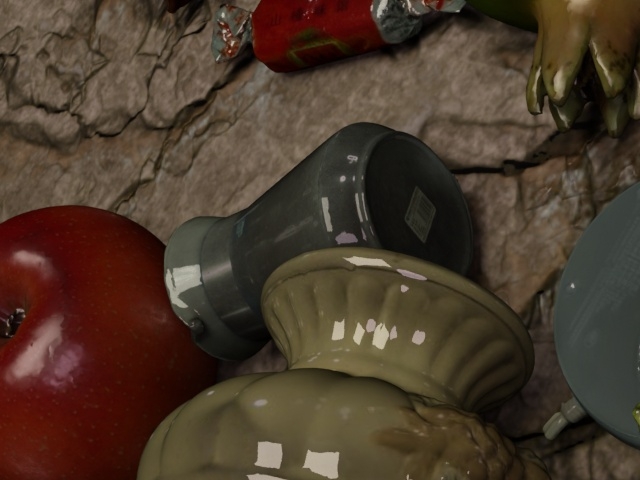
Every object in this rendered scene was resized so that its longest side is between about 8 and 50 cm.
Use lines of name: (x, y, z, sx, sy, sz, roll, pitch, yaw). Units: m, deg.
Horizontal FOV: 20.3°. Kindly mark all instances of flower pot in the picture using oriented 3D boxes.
flower pot: (0.032, 0.156, 1.293, 0.307, 0.307, 0.244, -8, 51, 34)

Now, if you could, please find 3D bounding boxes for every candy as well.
candy: (0.012, -0.204, 1.614, 0.292, 0.059, 0.086, -11, 65, 35)

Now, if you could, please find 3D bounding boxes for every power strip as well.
power strip: (0.252, 0.050, 1.319, 0.167, 0.054, 0.253, 31, 90, 44)

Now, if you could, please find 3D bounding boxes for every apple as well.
apple: (-0.218, 0.097, 1.547, 0.260, 0.216, 0.260, -15, 60, 28)

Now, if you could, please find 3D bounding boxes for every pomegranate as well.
pomegranate: (0.201, -0.270, 1.397, 0.309, 0.216, 0.359, -5, 67, 32)

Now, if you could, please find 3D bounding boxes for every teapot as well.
teapot: (0.000, 0.000, 1.476, 0.225, 0.171, 0.203, -20, 27, 36)

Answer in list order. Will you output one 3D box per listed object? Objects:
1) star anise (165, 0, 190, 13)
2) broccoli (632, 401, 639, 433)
star anise: (-0.119, -0.297, 1.761, 0.168, 0.057, 0.168, -25, 52, 37)
broccoli: (0.293, 0.111, 1.159, 0.176, 0.226, 0.198, -46, 15, -19)
